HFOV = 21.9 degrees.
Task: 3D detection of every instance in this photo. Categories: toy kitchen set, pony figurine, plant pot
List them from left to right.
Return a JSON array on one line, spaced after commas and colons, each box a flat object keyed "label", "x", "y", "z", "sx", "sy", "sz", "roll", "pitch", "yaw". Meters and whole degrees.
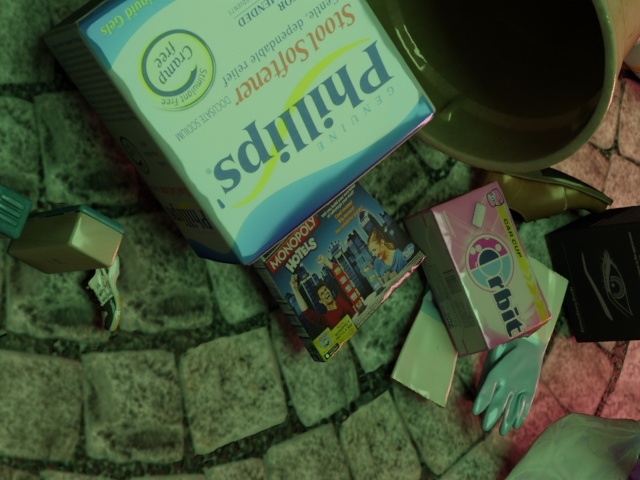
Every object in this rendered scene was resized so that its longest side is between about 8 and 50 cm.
[{"label": "toy kitchen set", "x": -0.281, "y": -0.087, "z": 1.559, "sx": 0.207, "sy": 0.122, "sz": 0.166, "roll": 31, "pitch": 68, "yaw": -34}, {"label": "plant pot", "x": 0.239, "y": -0.290, "z": 1.779, "sx": 0.305, "sy": 0.333, "sz": 0.334, "roll": -40, "pitch": 111, "yaw": -39}, {"label": "pony figurine", "x": 0.424, "y": 0.267, "z": 1.997, "sx": 0.351, "sy": 0.302, "sz": 0.363, "roll": -63, "pitch": 156, "yaw": 8}]

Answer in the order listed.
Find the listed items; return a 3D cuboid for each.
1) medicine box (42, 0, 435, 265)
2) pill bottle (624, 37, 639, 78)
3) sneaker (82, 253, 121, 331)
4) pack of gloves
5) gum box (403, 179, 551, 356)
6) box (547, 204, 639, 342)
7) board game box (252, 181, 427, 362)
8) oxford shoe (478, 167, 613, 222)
[{"label": "medicine box", "x": -0.079, "y": -0.166, "z": 1.655, "sx": 0.263, "sy": 0.149, "sz": 0.289, "roll": -39, "pitch": 105, "yaw": -16}, {"label": "pill bottle", "x": 0.469, "y": -0.252, "z": 2.186, "sx": 0.208, "sy": 0.119, "sz": 0.119, "roll": 41, "pitch": 62, "yaw": -30}, {"label": "sneaker", "x": -0.222, "y": 0.051, "z": 1.660, "sx": 0.037, "sy": 0.032, "sz": 0.083, "roll": -2, "pitch": 82, "yaw": -26}, {"label": "pack of gloves", "x": 0.185, "y": 0.108, "z": 1.988, "sx": 0.195, "sy": 0.046, "sz": 0.232, "roll": 30, "pitch": 65, "yaw": -21}, {"label": "gum box", "x": 0.187, "y": 0.038, "z": 1.941, "sx": 0.107, "sy": 0.062, "sz": 0.188, "roll": -22, "pitch": 91, "yaw": -33}, {"label": "box", "x": 0.405, "y": 0.038, "z": 2.053, "sx": 0.108, "sy": 0.207, "sz": 0.153, "roll": -23, "pitch": 101, "yaw": -39}, {"label": "board game box", "x": 0.000, "y": 0.000, "z": 1.821, "sx": 0.194, "sy": 0.060, "sz": 0.194, "roll": -44, "pitch": 112, "yaw": -33}, {"label": "oxford shoe", "x": 0.275, "y": -0.055, "z": 2.055, "sx": 0.212, "sy": 0.076, "sz": 0.076, "roll": 11, "pitch": 102, "yaw": -33}]
